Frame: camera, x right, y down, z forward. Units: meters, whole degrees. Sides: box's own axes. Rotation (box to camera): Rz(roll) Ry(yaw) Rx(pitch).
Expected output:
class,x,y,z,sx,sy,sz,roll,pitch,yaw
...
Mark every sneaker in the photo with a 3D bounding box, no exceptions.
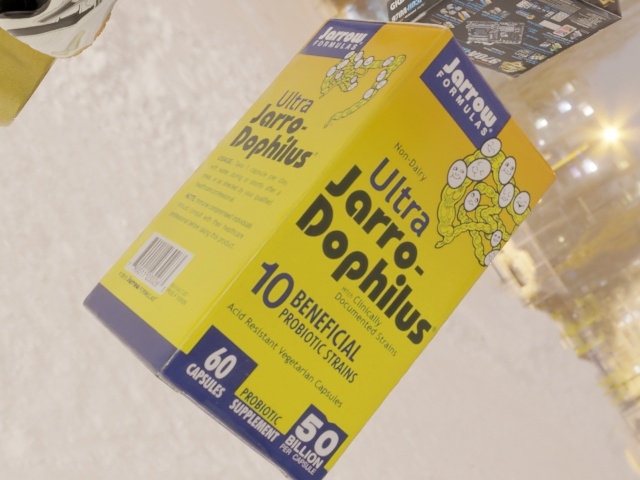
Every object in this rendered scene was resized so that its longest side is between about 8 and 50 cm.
class,x,y,z,sx,sy,sz,roll,pitch,yaw
sneaker,-0.078,-0.097,0.327,0.037,0.083,0.032,15,33,-56

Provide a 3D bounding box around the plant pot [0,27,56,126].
class,x,y,z,sx,sy,sz,roll,pitch,yaw
plant pot,-0.242,-0.134,0.683,0.095,0.134,0.134,35,16,-17

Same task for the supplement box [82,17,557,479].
class,x,y,z,sx,sy,sz,roll,pitch,yaw
supplement box,0.000,0.000,0.858,0.194,0.356,0.195,45,-12,-32

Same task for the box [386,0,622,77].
class,x,y,z,sx,sy,sz,roll,pitch,yaw
box,0.218,-0.273,1.150,0.220,0.175,0.051,10,67,-34
